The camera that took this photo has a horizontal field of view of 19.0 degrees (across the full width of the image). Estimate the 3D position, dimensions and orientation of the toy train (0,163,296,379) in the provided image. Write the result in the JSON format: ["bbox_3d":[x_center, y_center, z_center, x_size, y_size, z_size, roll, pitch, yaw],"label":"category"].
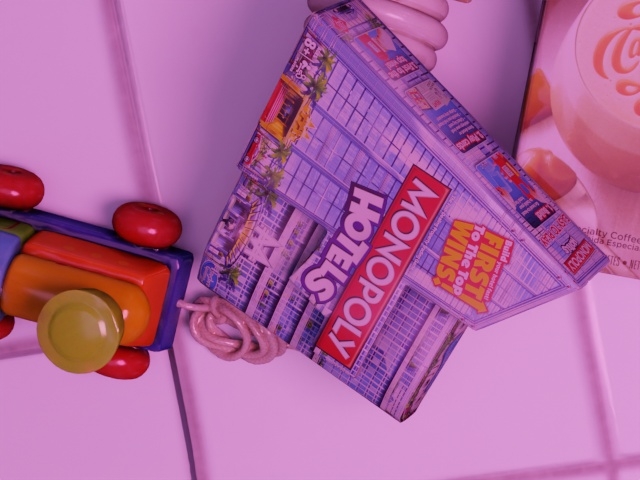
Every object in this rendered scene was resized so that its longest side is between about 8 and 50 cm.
[{"bbox_3d":[-0.116,0.040,1.096,0.248,0.143,0.105,16,102,4],"label":"toy train"}]

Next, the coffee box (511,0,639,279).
[{"bbox_3d":[0.187,-0.107,1.055,0.141,0.098,0.247,10,101,6],"label":"coffee box"}]

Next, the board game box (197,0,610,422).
[{"bbox_3d":[0.044,0.003,1.031,0.194,0.060,0.194,34,117,14],"label":"board game box"}]

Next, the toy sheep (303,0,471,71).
[{"bbox_3d":[0.033,-0.121,1.080,0.091,0.091,0.132,18,85,4],"label":"toy sheep"}]
